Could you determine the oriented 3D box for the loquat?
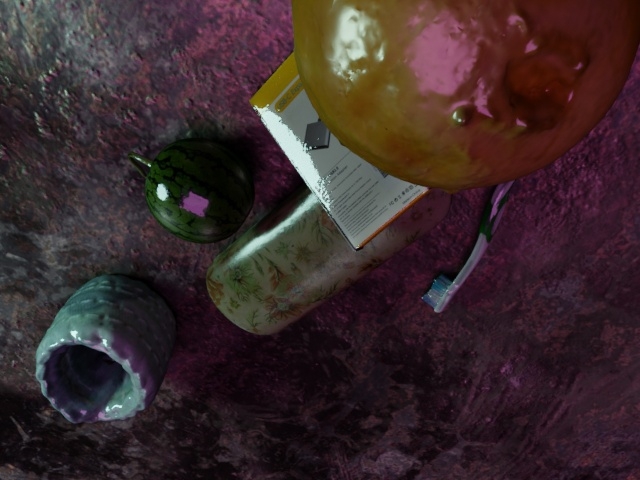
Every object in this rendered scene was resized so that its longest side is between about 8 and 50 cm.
[{"bbox_3d":[0.128,-0.209,0.599,0.329,0.328,0.328,4,128,5],"label":"loquat"}]

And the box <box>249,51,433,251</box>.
[{"bbox_3d":[0.022,-0.122,0.798,0.129,0.033,0.247,-40,78,29],"label":"box"}]

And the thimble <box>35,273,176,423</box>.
[{"bbox_3d":[-0.361,0.194,1.083,0.205,0.172,0.250,13,127,-4],"label":"thimble"}]

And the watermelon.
[{"bbox_3d":[-0.182,-0.076,0.867,0.187,0.140,0.140,25,128,-3],"label":"watermelon"}]

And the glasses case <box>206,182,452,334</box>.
[{"bbox_3d":[0.000,0.000,0.922,0.425,0.098,0.156,-37,104,30],"label":"glasses case"}]

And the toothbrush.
[{"bbox_3d":[0.248,-0.043,0.889,0.040,0.042,0.418,40,131,18],"label":"toothbrush"}]
